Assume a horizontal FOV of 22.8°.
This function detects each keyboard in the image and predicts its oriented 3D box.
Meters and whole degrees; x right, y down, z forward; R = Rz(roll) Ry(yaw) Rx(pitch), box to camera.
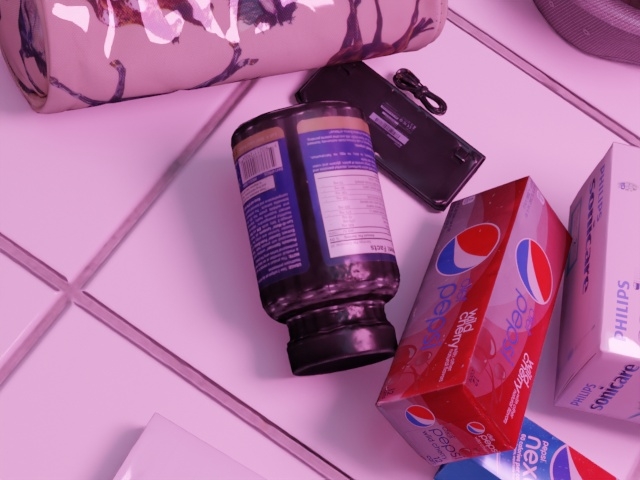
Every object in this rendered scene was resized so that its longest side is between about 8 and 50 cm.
[{"bbox_3d":[0.073,-0.114,1.523,0.180,0.023,0.108,39,64,4],"label":"keyboard"}]

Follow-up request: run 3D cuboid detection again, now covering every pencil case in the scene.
[{"bbox_3d":[-0.096,-0.230,1.430,0.410,0.160,0.183,-13,98,-20],"label":"pencil case"}]

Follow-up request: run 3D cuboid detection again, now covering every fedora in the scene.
[{"bbox_3d":[0.317,-0.265,1.624,0.275,0.124,0.243,33,55,11],"label":"fedora"}]

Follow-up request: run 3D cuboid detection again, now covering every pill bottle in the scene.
[{"bbox_3d":[0.000,0.000,1.365,0.123,0.123,0.219,-7,78,-21],"label":"pill bottle"}]

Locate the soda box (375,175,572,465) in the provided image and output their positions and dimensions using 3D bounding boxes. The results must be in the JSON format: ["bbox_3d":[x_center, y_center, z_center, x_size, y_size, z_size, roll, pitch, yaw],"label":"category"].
[{"bbox_3d":[0.138,0.065,1.359,0.083,0.092,0.263,52,40,-26],"label":"soda box"}]

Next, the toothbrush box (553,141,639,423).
[{"bbox_3d":[0.370,0.060,1.409,0.295,0.126,0.216,13,59,-7],"label":"toothbrush box"}]

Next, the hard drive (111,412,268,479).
[{"bbox_3d":[-0.050,0.296,1.244,0.307,0.040,0.203,31,57,0],"label":"hard drive"}]

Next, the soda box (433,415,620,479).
[{"bbox_3d":[0.207,0.225,1.349,0.210,0.071,0.067,33,58,2],"label":"soda box"}]
